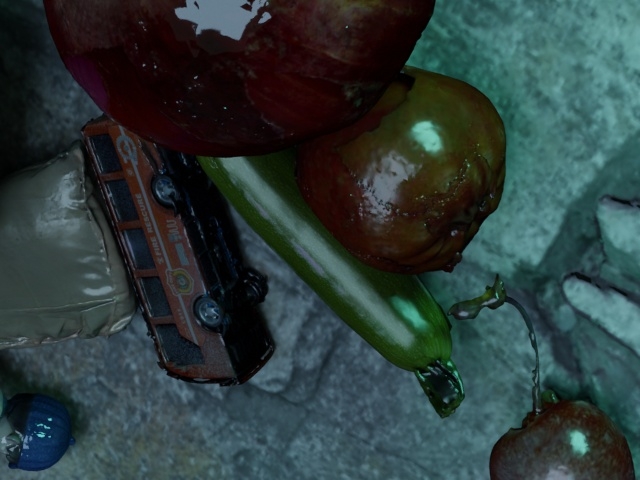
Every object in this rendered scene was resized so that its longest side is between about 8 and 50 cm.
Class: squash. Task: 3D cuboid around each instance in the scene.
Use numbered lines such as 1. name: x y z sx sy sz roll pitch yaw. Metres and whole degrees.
1. squash: 0.002 0.000 1.145 0.318 0.080 0.071 49 123 -1

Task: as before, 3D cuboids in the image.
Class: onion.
1. onion: -0.057 -0.184 0.982 0.276 0.276 0.276 10 116 20

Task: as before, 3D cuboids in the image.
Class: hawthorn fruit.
1. hawthorn fruit: 0.047 -0.059 1.070 0.172 0.148 0.148 37 124 27

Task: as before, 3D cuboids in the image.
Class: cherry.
1. cherry: 0.155 0.136 1.131 0.107 0.090 0.225 -30 98 34

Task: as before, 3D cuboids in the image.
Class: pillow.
1. pillow: -0.276 0.018 1.286 0.270 0.067 0.173 -10 113 28

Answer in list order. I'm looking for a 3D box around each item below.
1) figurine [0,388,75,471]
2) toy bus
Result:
1. figurine: -0.278 0.147 1.335 0.079 0.077 0.136 -37 114 14
2. toy bus: -0.111 0.003 1.210 0.096 0.073 0.235 -4 111 35
